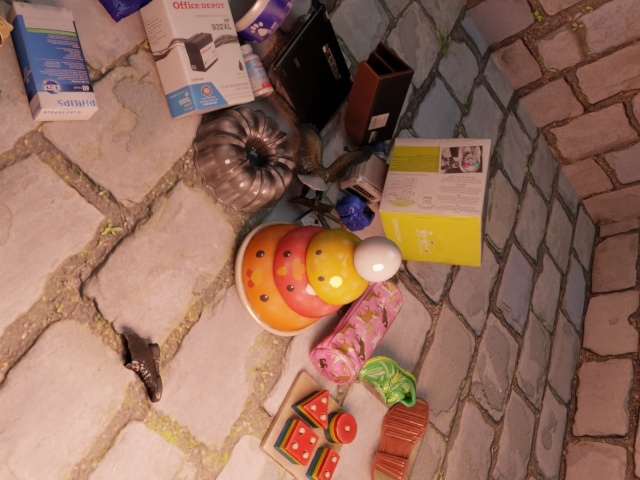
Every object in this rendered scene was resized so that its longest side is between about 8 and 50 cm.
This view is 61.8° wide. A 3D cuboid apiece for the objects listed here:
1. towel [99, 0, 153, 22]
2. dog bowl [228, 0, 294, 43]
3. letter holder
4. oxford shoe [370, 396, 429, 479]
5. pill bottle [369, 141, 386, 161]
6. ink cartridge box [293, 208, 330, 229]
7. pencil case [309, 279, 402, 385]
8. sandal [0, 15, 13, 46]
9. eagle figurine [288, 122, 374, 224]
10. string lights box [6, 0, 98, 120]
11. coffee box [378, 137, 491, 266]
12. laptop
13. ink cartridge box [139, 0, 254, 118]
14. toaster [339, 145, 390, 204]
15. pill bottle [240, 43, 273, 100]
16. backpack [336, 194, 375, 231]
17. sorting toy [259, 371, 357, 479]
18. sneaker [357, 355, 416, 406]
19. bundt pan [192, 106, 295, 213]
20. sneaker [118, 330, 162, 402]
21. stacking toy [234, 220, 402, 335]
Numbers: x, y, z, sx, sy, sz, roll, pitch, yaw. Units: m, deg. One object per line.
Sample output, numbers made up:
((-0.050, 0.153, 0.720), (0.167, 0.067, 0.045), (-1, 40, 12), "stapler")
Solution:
((-0.573, -0.768, 1.451), (0.228, 0.076, 0.308), (-47, 111, -33), "towel")
((-0.187, -0.758, 1.670), (0.104, 0.265, 0.265), (26, 61, -37), "dog bowl")
((0.179, -0.530, 1.934), (0.152, 0.302, 0.214), (-19, 58, -26), "letter holder")
((0.263, 0.694, 1.786), (0.397, 0.140, 0.147), (-48, 142, -46), "oxford shoe")
((0.221, -0.361, 2.074), (0.067, 0.067, 0.120), (12, 70, -41), "pill bottle")
((0.000, 0.000, 1.773), (0.097, 0.046, 0.207), (-39, 105, -41), "ink cartridge box")
((0.124, 0.285, 1.729), (0.167, 0.160, 0.386), (36, 50, 6), "pencil case")
((-0.735, -0.493, 1.198), (0.079, 0.088, 0.240), (-13, 82, -39), "sandal")
((0.013, -0.238, 1.741), (0.226, 0.225, 0.298), (32, 78, -41), "eagle figurine")
((-0.639, -0.422, 1.276), (0.133, 0.076, 0.260), (-13, 87, -44), "string lights box")
((0.423, -0.134, 1.924), (0.338, 0.338, 0.334), (64, 36, -55), "coffee box")
((-0.052, -0.637, 1.807), (0.408, 0.236, 0.382), (-56, 151, -10), "laptop")
((-0.343, -0.523, 1.515), (0.223, 0.129, 0.308), (-26, 106, -43), "ink cartridge box")
((0.159, -0.232, 1.936), (0.227, 0.129, 0.146), (31, 60, -35), "toaster")
((-0.218, -0.532, 1.697), (0.087, 0.087, 0.160), (-31, 100, -44), "pill bottle")
((0.118, -0.097, 1.877), (0.120, 0.098, 0.101), (47, 54, -24), "backpack")
((-0.011, 0.563, 1.566), (0.257, 0.089, 0.255), (48, 50, -21), "sorting toy")
((0.232, 0.475, 1.789), (0.295, 0.109, 0.123), (31, 32, -33), "sneaker")
((-0.208, -0.254, 1.600), (0.330, 0.124, 0.331), (14, 69, -39), "bundt pan")
((-0.431, 0.303, 1.278), (0.089, 0.051, 0.170), (7, 68, -42), "sneaker")
((0.023, 0.068, 1.471), (0.350, 0.480, 0.351), (15, 67, -40), "stacking toy")
